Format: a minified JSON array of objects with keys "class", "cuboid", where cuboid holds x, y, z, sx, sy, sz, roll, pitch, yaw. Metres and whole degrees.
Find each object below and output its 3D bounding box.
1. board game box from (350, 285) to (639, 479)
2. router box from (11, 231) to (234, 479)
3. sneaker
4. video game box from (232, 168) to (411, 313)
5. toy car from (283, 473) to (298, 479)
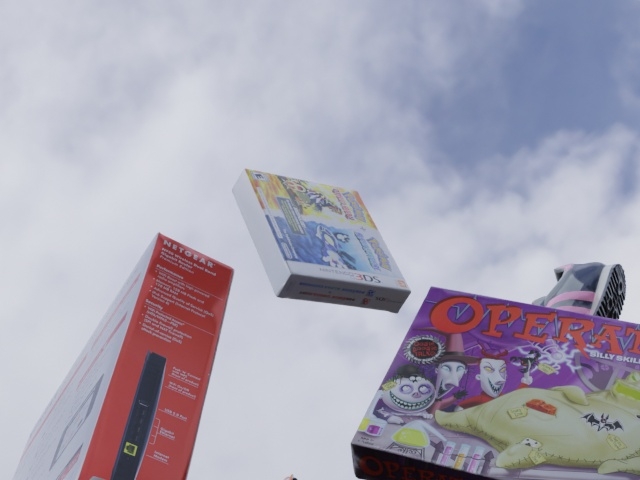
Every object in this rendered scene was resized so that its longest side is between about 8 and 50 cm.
[{"class":"board game box","cuboid":[0.222,0.145,0.877,0.208,0.347,0.056,-54,-34,-49]},{"class":"router box","cuboid":[-0.206,0.206,0.947,0.082,0.301,0.335,27,-53,-15]},{"class":"sneaker","cuboid":[0.396,0.154,1.777,0.319,0.131,0.112,-48,-51,-39]},{"class":"video game box","cuboid":[0.000,0.000,1.388,0.187,0.205,0.048,11,-53,-35]},{"class":"toy car","cuboid":[-0.046,0.371,1.445,0.040,0.122,0.060,-11,-65,3]}]
